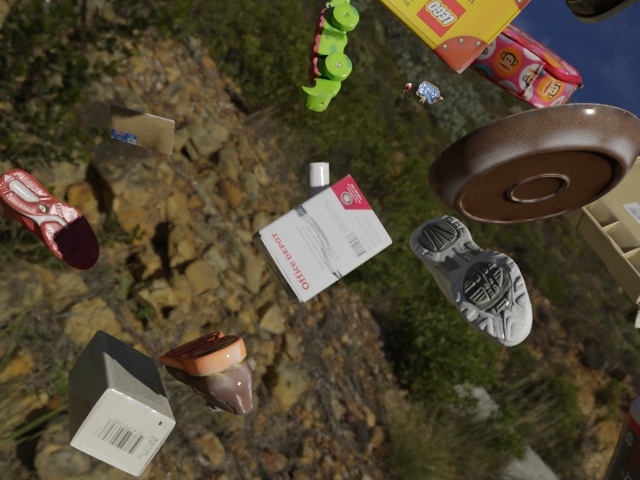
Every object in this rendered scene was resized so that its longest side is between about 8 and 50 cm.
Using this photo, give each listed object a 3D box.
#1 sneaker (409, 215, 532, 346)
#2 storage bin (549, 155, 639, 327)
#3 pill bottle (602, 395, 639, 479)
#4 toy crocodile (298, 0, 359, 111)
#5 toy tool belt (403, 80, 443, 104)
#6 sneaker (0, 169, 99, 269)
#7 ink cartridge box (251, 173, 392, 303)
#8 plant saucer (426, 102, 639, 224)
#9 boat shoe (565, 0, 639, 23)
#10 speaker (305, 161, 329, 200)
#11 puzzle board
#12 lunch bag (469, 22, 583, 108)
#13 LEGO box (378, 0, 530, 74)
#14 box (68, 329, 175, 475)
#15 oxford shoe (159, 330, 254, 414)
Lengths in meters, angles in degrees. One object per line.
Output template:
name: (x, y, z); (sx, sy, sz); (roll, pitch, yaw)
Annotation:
sneaker: (0.206, 0.062, 0.928); (0.115, 0.090, 0.232); (55, 4, -38)
storage bin: (0.563, -0.010, 1.216); (0.123, 0.260, 0.262); (95, -23, -46)
pill bottle: (0.648, 0.497, 1.377); (0.210, 0.210, 0.362); (-133, -128, -63)
toy crocodile: (0.018, -0.460, 1.728); (0.115, 0.105, 0.340); (136, -35, -67)
toy tool belt: (0.234, -0.337, 1.637); (0.083, 0.052, 0.051); (18, 5, -21)
sneaker: (-0.502, -0.037, 1.315); (0.128, 0.087, 0.221); (0, -50, 55)
ink cartridge box: (0.000, 0.000, 0.955); (0.109, 0.150, 0.063); (58, -17, -3)
plant saucer: (0.311, -0.093, 1.047); (0.310, 0.311, 0.050); (80, 4, -67)
boat shoe: (0.315, -0.285, 0.750); (0.069, 0.081, 0.228); (33, 0, -14)
speaker: (-0.005, -0.113, 1.679); (0.055, 0.055, 0.136); (-156, -116, -78)
puzzle board: (-0.358, -0.223, 1.450); (0.096, 0.128, 0.011); (111, -6, -52)
lunch bag: (0.466, -0.420, 1.699); (0.293, 0.120, 0.258); (42, 27, 18)
LEGO box: (0.077, -0.536, 1.137); (0.500, 0.193, 0.372); (37, 21, -19)
box: (-0.388, 0.298, 1.378); (0.148, 0.121, 0.311); (35, -1, -22)
oxford shoe: (-0.209, 0.251, 1.336); (0.132, 0.130, 0.364); (68, -18, -3)
